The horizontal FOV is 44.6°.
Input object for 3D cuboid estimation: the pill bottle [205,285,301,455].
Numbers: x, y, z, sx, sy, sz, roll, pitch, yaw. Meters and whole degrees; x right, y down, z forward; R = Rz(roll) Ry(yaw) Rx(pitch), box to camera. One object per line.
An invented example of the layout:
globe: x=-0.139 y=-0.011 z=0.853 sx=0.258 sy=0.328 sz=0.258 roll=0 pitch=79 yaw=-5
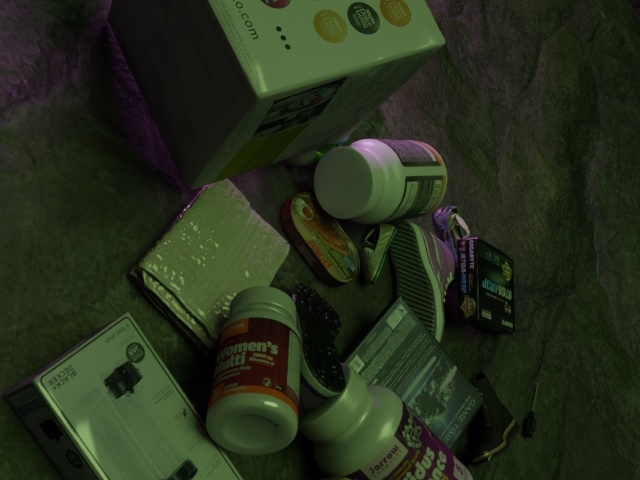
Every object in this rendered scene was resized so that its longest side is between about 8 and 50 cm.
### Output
pill bottle: x=-0.087 y=0.174 z=1.081 sx=0.121 sy=0.121 sz=0.221 roll=37 pitch=31 yaw=-27

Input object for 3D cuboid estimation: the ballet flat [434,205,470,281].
ballet flat: x=0.308 y=0.010 z=1.731 sx=0.070 sy=0.070 sz=0.188 roll=-10 pitch=77 yaw=-49

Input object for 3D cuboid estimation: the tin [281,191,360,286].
tin: x=0.000 y=0.000 z=1.431 sx=0.190 sy=0.040 sz=0.106 roll=54 pitch=36 yaw=-9

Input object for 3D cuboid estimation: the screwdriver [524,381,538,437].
screwdriver: x=0.473 y=0.373 z=1.744 sx=0.025 sy=0.024 sz=0.170 roll=24 pitch=39 yaw=0

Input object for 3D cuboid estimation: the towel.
towel: x=-0.163 y=0.029 z=1.231 sx=0.187 sy=0.049 sz=0.282 roll=49 pitch=42 yaw=-17

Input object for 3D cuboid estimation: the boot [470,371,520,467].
boot: x=0.316 y=0.355 z=1.552 sx=0.137 sy=0.077 sz=0.198 roll=61 pitch=26 yaw=5

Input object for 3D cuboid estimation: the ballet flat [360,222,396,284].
ballet flat: x=0.103 y=0.023 z=1.527 sx=0.052 sy=0.057 sz=0.168 roll=26 pitch=41 yaw=1

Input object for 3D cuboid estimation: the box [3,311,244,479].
box: x=-0.240 y=0.260 z=0.991 sx=0.290 sy=0.087 sz=0.169 roll=56 pitch=40 yaw=-7

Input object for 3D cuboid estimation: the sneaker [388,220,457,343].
sneaker: x=0.231 y=0.103 z=1.573 sx=0.161 sy=0.102 sz=0.282 roll=24 pitch=54 yaw=-42

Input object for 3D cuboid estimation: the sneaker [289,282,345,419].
sneaker: x=-0.043 y=0.174 z=1.248 sx=0.107 sy=0.124 sz=0.283 roll=41 pitch=19 yaw=-18

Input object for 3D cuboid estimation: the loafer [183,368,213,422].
loafer: x=-0.149 y=0.212 z=1.137 sx=0.170 sy=0.062 sz=0.061 roll=-30 pitch=87 yaw=-51

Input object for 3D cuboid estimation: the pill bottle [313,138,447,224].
pill bottle: x=0.118 y=-0.115 z=1.503 sx=0.278 sy=0.162 sz=0.162 roll=-8 pitch=75 yaw=-54

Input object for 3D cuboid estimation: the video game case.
video game case: x=0.165 y=0.266 z=1.413 sx=0.196 sy=0.026 sz=0.274 roll=-47 pitch=107 yaw=-25

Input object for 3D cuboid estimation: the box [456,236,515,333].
box: x=0.358 y=0.102 z=1.682 sx=0.220 sy=0.051 sz=0.175 roll=24 pitch=65 yaw=-54

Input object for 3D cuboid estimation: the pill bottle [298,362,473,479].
pill bottle: x=0.096 y=0.339 z=1.241 sx=0.301 sy=0.169 sz=0.169 roll=47 pitch=42 yaw=-18

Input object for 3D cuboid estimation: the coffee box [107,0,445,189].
coffee box: x=-0.084 y=-0.327 z=1.201 sx=0.334 sy=0.338 sz=0.338 roll=-22 pitch=82 yaw=-29

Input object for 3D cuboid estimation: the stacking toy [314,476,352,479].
stacking toy: x=0.011 y=0.511 z=1.091 sx=0.141 sy=0.141 sz=0.330 roll=2 pitch=72 yaw=-46

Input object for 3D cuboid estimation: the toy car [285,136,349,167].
toy car: x=-0.013 y=-0.235 z=1.468 sx=0.159 sy=0.136 sz=0.182 roll=-34 pitch=95 yaw=-50
